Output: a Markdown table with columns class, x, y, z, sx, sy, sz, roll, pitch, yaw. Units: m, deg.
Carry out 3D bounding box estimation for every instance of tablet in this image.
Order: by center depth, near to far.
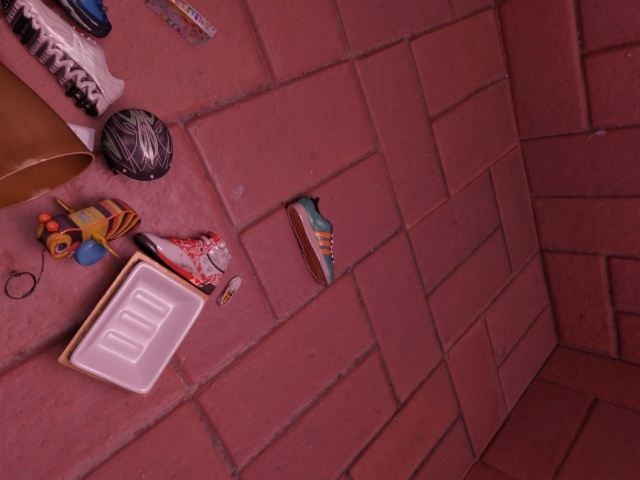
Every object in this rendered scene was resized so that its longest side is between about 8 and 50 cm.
| class | x | y | z | sx | sy | sz | roll | pitch | yaw |
| --- | --- | --- | --- | --- | --- | --- | --- | --- | --- |
| tablet | -0.570 | -0.241 | 0.971 | 0.083 | 0.006 | 0.054 | 6 | 90 | -39 |

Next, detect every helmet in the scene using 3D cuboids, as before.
| class | x | y | z | sx | sy | sz | roll | pitch | yaw |
| --- | --- | --- | --- | --- | --- | --- | --- | --- | --- |
| helmet | -0.427 | -0.221 | 0.986 | 0.169 | 0.161 | 0.170 | -4 | 96 | -38 |

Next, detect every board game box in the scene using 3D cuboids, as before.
| class | x | y | z | sx | sy | sz | roll | pitch | yaw |
| --- | --- | --- | --- | --- | --- | --- | --- | --- | --- |
| board game box | -0.349 | -0.560 | 1.056 | 0.154 | 0.103 | 0.026 | 35 | 73 | -34 |

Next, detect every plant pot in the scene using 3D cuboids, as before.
| class | x | y | z | sx | sy | sz | roll | pitch | yaw |
| --- | --- | --- | --- | --- | --- | --- | --- | --- | --- |
| plant pot | -0.621 | -0.222 | 0.813 | 0.237 | 0.237 | 0.255 | -34 | 100 | -31 |

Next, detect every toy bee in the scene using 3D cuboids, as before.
| class | x | y | z | sx | sy | sz | roll | pitch | yaw |
| --- | --- | --- | --- | --- | --- | --- | --- | --- | --- |
| toy bee | -0.525 | -0.010 | 0.907 | 0.195 | 0.162 | 0.299 | 22 | 52 | -1 |

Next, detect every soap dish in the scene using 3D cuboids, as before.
| class | x | y | z | sx | sy | sz | roll | pitch | yaw |
| --- | --- | --- | --- | --- | --- | --- | --- | --- | --- |
| soap dish | -0.448 | 0.204 | 1.033 | 0.229 | 0.118 | 0.291 | 42 | 68 | -33 |

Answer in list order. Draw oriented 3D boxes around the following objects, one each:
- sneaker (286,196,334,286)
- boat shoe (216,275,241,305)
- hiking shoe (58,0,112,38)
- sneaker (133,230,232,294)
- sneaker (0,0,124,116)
| class | x | y | z | sx | sy | sz | roll | pitch | yaw |
| --- | --- | --- | --- | --- | --- | --- | --- | --- | --- |
| sneaker | 0.000 | 0.000 | 1.375 | 0.121 | 0.108 | 0.303 | -30 | 110 | -28 |
| boat shoe | -0.262 | 0.149 | 1.227 | 0.100 | 0.035 | 0.035 | -52 | 122 | -22 |
| hiking shoe | -0.513 | -0.598 | 0.888 | 0.113 | 0.131 | 0.304 | -79 | 152 | -68 |
| sneaker | -0.348 | 0.019 | 1.107 | 0.270 | 0.090 | 0.145 | 48 | 65 | -41 |
| sneaker | -0.555 | -0.422 | 0.915 | 0.118 | 0.110 | 0.292 | -54 | 131 | -31 |
